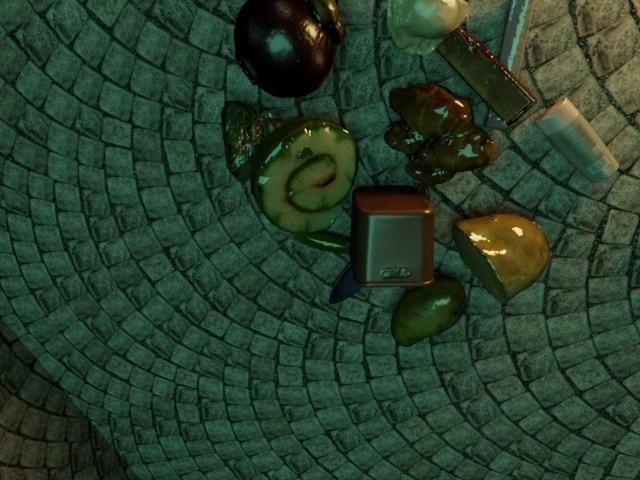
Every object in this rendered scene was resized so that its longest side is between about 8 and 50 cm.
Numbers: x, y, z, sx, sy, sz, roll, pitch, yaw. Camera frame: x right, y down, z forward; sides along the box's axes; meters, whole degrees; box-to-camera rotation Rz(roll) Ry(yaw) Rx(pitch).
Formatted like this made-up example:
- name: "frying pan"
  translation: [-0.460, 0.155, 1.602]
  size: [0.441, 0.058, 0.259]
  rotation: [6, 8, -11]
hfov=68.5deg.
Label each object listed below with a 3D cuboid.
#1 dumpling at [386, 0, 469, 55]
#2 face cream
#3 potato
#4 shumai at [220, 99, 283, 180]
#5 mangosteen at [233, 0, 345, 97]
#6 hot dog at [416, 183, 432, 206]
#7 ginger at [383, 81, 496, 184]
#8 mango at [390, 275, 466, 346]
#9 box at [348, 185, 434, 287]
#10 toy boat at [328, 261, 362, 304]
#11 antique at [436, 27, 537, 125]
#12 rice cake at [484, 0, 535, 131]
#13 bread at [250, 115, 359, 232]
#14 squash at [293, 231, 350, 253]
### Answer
- name: "dumpling"
  translation: [0.291, -0.620, 1.321]
  size: [0.258, 0.147, 0.193]
  rotation: [8, 128, -26]
- name: "face cream"
  translation: [0.772, -0.295, 1.408]
  size: [0.269, 0.073, 0.107]
  rotation: [44, 109, -9]
- name: "potato"
  translation: [0.598, 0.021, 1.504]
  size: [0.237, 0.301, 0.289]
  rotation: [-32, 139, 1]
- name: "shumai"
  translation: [-0.218, -0.332, 1.545]
  size: [0.218, 0.189, 0.256]
  rotation: [-10, 96, -4]
- name: "mangosteen"
  translation: [-0.076, -0.576, 1.331]
  size: [0.347, 0.307, 0.307]
  rotation: [-35, 103, 5]
- name: "hot dog"
  translation: [0.350, -0.138, 1.578]
  size: [0.049, 0.037, 0.122]
  rotation: [-1, 108, 23]
- name: "ginger"
  translation: [0.348, -0.331, 1.438]
  size: [0.274, 0.152, 0.357]
  rotation: [-27, 106, 41]
- name: "mango"
  translation: [0.374, 0.252, 1.678]
  size: [0.329, 0.175, 0.177]
  rotation: [-39, 61, 39]
- name: "box"
  translation: [0.214, -0.027, 1.476]
  size: [0.239, 0.339, 0.230]
  rotation: [-1, 109, 0]
- name: "toy boat"
  translation: [0.122, 0.141, 1.723]
  size: [0.096, 0.062, 0.299]
  rotation: [39, 114, -8]
- name: "antique"
  translation: [0.469, -0.469, 1.334]
  size: [0.310, 0.087, 0.093]
  rotation: [49, 125, 7]
- name: "rice cake"
  translation: [0.546, -0.517, 1.359]
  size: [0.070, 0.064, 0.399]
  rotation: [11, 115, 16]
- name: "bread"
  translation: [-0.035, -0.196, 1.501]
  size: [0.366, 0.129, 0.382]
  rotation: [-35, 129, 0]
- name: "squash"
  translation: [0.000, 0.000, 1.684]
  size: [0.252, 0.066, 0.066]
  rotation: [15, 115, 5]
